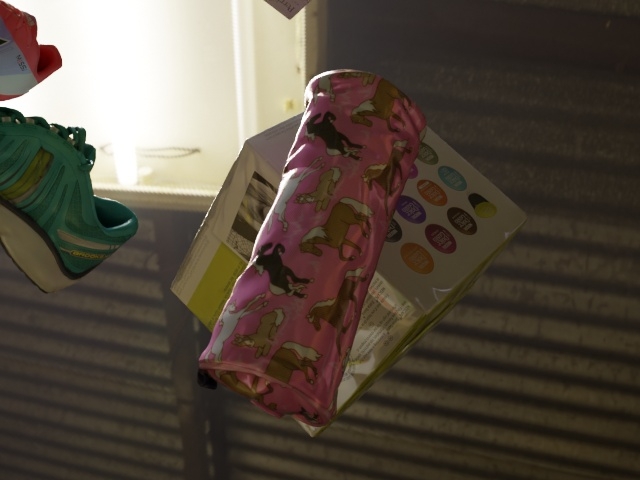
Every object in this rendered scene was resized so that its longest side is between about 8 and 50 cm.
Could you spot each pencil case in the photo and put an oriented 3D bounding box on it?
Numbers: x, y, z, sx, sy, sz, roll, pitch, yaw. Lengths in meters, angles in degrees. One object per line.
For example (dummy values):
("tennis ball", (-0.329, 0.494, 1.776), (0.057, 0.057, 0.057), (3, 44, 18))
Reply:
("pencil case", (0.000, 0.000, 0.953), (0.167, 0.386, 0.160), (1, -27, 43))

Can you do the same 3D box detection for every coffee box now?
("coffee box", (0.041, 0.022, 1.318), (0.334, 0.337, 0.338), (44, -48, 11))

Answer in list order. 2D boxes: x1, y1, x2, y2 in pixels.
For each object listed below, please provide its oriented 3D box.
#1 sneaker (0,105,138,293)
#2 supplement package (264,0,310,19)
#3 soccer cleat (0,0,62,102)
("sneaker", (-0.244, -0.069, 0.711), (0.109, 0.107, 0.275), (-29, -37, -2))
("supplement package", (-0.003, -0.400, 0.992), (0.139, 0.134, 0.244), (30, -48, -29))
("soccer cleat", (-0.285, -0.182, 0.722), (0.083, 0.095, 0.248), (64, -8, 8))
